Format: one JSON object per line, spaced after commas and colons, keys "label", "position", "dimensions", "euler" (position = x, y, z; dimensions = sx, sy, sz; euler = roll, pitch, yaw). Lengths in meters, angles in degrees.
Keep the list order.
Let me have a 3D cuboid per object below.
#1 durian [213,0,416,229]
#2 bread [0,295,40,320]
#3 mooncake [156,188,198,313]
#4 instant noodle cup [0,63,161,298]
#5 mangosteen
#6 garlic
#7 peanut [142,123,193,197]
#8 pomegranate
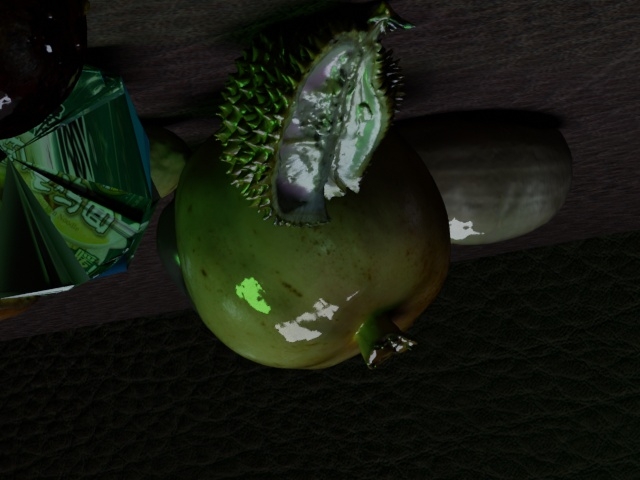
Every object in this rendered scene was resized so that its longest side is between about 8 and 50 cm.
{"label": "durian", "position": [-0.015, -0.138, 1.817], "dimensions": [0.193, 0.138, 0.237], "euler": [2, 127, -51]}
{"label": "bread", "position": [-0.614, 0.061, 2.723], "dimensions": [0.324, 0.143, 0.333], "euler": [-13, 169, 36]}
{"label": "mooncake", "position": [-0.078, -0.007, 2.339], "dimensions": [0.245, 0.245, 0.133], "euler": [-7, 160, 8]}
{"label": "instant noodle cup", "position": [-0.265, -0.059, 1.893], "dimensions": [0.240, 0.240, 0.178], "euler": [-7, 180, 3]}
{"label": "mangosteen", "position": [-0.256, -0.152, 1.397], "dimensions": [0.184, 0.172, 0.172], "euler": [13, 174, 6]}
{"label": "garlic", "position": [0.211, -0.094, 2.406], "dimensions": [0.338, 0.151, 0.196], "euler": [-10, -157, -34]}
{"label": "peanut", "position": [-0.246, -0.074, 2.200], "dimensions": [0.229, 0.098, 0.103], "euler": [-11, -148, 35]}
{"label": "pomegranate", "position": [0.000, 0.000, 2.112], "dimensions": [0.319, 0.319, 0.319], "euler": [-6, 172, -1]}
